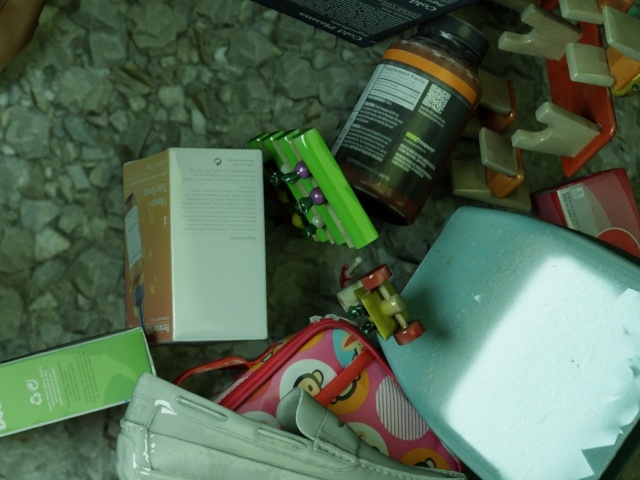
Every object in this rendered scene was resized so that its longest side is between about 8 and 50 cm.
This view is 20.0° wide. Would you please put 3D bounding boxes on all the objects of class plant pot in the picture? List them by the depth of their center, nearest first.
[{"bbox_3d":[0.203,0.095,1.689,0.252,0.247,0.248,35,98,15],"label":"plant pot"}]

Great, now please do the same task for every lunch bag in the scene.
[{"bbox_3d":[-0.040,0.216,1.662,0.293,0.120,0.258,-43,99,-23],"label":"lunch bag"}]

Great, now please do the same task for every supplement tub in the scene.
[{"bbox_3d":[0.087,-0.120,1.742,0.106,0.106,0.198,32,81,-19],"label":"supplement tub"}]

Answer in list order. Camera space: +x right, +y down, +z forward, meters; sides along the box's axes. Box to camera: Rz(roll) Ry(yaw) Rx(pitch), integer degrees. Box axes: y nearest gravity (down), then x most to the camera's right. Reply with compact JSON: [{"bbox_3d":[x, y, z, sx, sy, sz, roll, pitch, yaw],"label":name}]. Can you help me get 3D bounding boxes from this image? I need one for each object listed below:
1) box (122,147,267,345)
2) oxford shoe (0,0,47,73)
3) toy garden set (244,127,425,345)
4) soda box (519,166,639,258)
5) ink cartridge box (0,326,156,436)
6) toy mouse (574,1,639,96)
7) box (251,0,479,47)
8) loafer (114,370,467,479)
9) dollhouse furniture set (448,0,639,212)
[{"bbox_3d":[-0.115,0.008,1.634,0.091,0.130,0.170,1,84,-26],"label":"box"},{"bbox_3d":[-0.274,-0.222,1.628,0.212,0.076,0.076,-58,138,-21],"label":"oxford shoe"},{"bbox_3d":[0.000,0.000,1.631,0.049,0.244,0.204,-32,98,-10],"label":"toy garden set"},{"bbox_3d":[0.290,0.065,1.844,0.092,0.083,0.263,-19,92,-26],"label":"soda box"},{"bbox_3d":[-0.258,0.131,1.566,0.209,0.109,0.062,-14,90,-26],"label":"ink cartridge box"},{"bbox_3d":[0.299,-0.214,1.904,0.161,0.031,0.143,-37,101,-23],"label":"toy mouse"},{"bbox_3d":[0.082,-0.386,1.665,0.179,0.312,0.343,21,76,-21],"label":"box"},{"bbox_3d":[-0.015,0.182,1.551,0.319,0.112,0.111,11,84,-20],"label":"loafer"},{"bbox_3d":[0.244,-0.185,1.763,0.135,0.262,0.259,15,52,-25],"label":"dollhouse furniture set"}]
